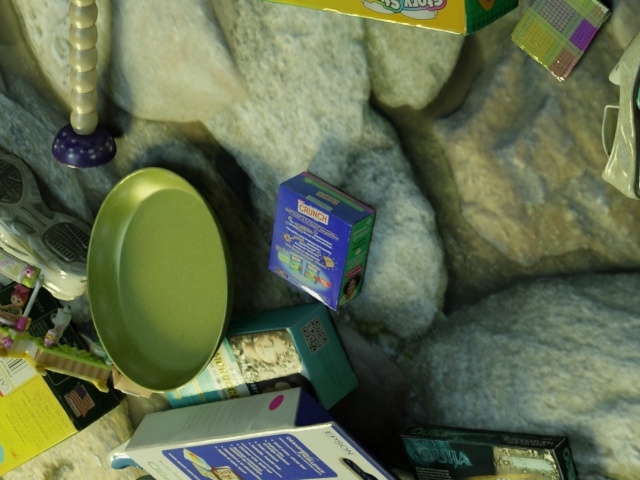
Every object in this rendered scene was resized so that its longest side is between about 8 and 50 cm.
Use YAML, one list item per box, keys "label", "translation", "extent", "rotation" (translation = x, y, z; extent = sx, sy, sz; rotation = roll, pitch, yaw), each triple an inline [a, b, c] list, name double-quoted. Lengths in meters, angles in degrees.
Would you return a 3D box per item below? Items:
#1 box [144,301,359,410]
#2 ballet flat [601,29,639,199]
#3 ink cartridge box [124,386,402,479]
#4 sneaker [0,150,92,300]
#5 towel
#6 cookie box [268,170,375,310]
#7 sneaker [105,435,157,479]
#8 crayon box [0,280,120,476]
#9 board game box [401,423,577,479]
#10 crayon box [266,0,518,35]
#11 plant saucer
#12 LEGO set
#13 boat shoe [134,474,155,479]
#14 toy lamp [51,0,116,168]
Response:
- label: "box"
  translation: [-0.078, 0.134, 1.525]
  extent: [0.244, 0.060, 0.101]
  rotation: [-11, 107, 45]
- label: "ballet flat"
  translation: [0.242, -0.108, 1.093]
  extent: [0.052, 0.057, 0.168]
  rotation: [31, 132, 38]
- label: "ink cartridge box"
  translation: [-0.039, 0.239, 1.496]
  extent: [0.176, 0.069, 0.371]
  rotation: [45, 147, -23]
- label: "sneaker"
  translation: [-0.360, -0.011, 1.674]
  extent: [0.232, 0.090, 0.115]
  rotation: [44, 140, 14]
- label: "towel"
  translation: [0.191, -0.172, 1.131]
  extent: [0.060, 0.009, 0.083]
  rotation: [44, 135, 14]
- label: "cookie box"
  translation: [0.000, 0.000, 1.386]
  extent: [0.091, 0.040, 0.107]
  rotation: [31, 132, 25]
- label: "sneaker"
  translation: [-0.201, 0.273, 1.722]
  extent: [0.152, 0.058, 0.085]
  rotation: [-35, 81, 41]
- label: "crayon box"
  translation: [-0.412, 0.188, 1.845]
  extent: [0.318, 0.081, 0.202]
  rotation: [-30, 92, 47]
- label: "board game box"
  translation: [0.173, 0.246, 1.391]
  extent: [0.186, 0.026, 0.126]
  rotation: [-1, 113, 43]
- label: "crayon box"
  translation: [0.025, -0.276, 1.165]
  extent: [0.278, 0.081, 0.165]
  rotation: [16, 125, 35]
- label: "plant saucer"
  translation: [-0.166, 0.042, 1.517]
  extent: [0.241, 0.037, 0.241]
  rotation: [2, 93, 45]
- label: "LEGO set"
  translation: [-0.311, 0.087, 1.630]
  extent: [0.287, 0.132, 0.107]
  rotation: [24, 95, 1]
- label: "boat shoe"
  translation: [-0.124, 0.403, 1.693]
  extent: [0.341, 0.110, 0.122]
  rotation: [30, 131, 26]
- label: "toy lamp"
  translation: [-0.242, -0.206, 1.456]
  extent: [0.080, 0.080, 0.275]
  rotation: [29, 134, 27]
